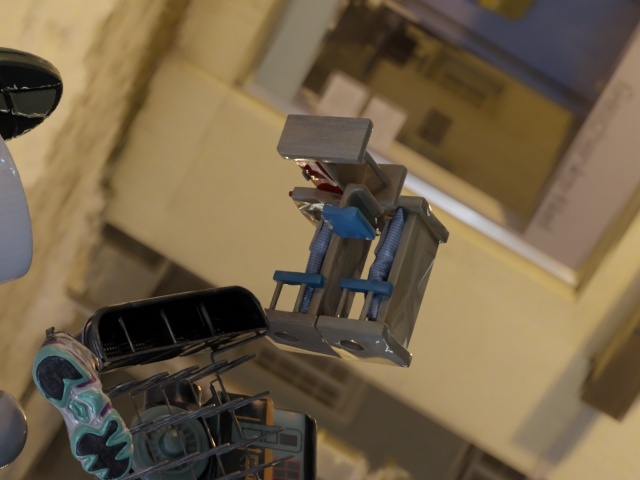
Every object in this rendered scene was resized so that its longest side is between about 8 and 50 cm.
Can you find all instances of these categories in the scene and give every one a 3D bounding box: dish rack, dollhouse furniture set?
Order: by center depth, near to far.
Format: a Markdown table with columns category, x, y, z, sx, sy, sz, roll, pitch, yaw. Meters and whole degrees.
| category | x | y | z | sx | sy | sz | roll | pitch | yaw |
| --- | --- | --- | --- | --- | --- | --- | --- | --- | --- |
| dish rack | -0.088 | 0.178 | 1.326 | 0.074 | 0.271 | 0.208 | -27 | 170 | 33 |
| dollhouse furniture set | 0.000 | 0.000 | 1.415 | 0.183 | 0.129 | 0.129 | 50 | 52 | -52 |

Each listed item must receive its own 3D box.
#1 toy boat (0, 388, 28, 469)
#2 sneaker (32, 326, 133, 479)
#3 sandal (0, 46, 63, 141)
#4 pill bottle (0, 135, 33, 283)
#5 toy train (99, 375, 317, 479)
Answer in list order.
| category | x | y | z | sx | sy | sz | roll | pitch | yaw |
| --- | --- | --- | --- | --- | --- | --- | --- | --- | --- |
| toy boat | -0.280 | 0.261 | 1.259 | 0.267 | 0.148 | 0.318 | 46 | 32 | -53 |
| sneaker | -0.144 | 0.096 | 1.080 | 0.038 | 0.098 | 0.069 | -22 | -158 | 3 |
| sandal | -0.365 | -0.151 | 1.484 | 0.120 | 0.303 | 0.086 | 123 | -36 | -48 |
| pill bottle | -0.285 | 0.003 | 0.989 | 0.221 | 0.121 | 0.121 | -18 | 158 | -27 |
| toy train | -0.098 | 0.284 | 1.546 | 0.142 | 0.190 | 0.334 | 132 | -36 | -57 |
